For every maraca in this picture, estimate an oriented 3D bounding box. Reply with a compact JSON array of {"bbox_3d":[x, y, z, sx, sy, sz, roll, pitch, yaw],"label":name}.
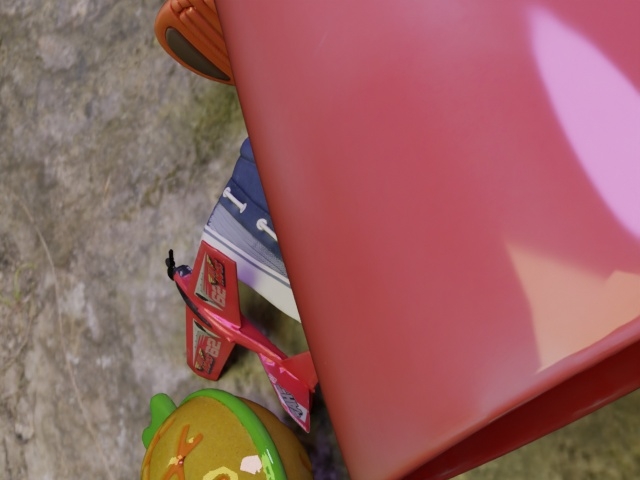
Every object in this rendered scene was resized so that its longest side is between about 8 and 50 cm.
[{"bbox_3d":[-0.068,0.154,0.663,0.185,0.099,0.127,-3,91,57],"label":"maraca"}]

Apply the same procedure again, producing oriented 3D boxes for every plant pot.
[{"bbox_3d":[0.088,-0.056,0.463,0.275,0.275,0.243,-36,70,25],"label":"plant pot"}]

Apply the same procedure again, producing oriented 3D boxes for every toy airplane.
[{"bbox_3d":[-0.049,0.059,0.672,0.151,0.028,0.151,36,144,31],"label":"toy airplane"}]

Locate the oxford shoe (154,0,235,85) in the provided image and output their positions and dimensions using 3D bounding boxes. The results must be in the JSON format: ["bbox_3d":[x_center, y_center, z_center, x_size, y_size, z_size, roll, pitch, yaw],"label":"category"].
[{"bbox_3d":[0.055,-0.201,0.639,0.363,0.130,0.133,-19,52,27],"label":"oxford shoe"}]

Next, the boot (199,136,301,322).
[{"bbox_3d":[0.000,0.000,0.654,0.190,0.069,0.086,27,101,38],"label":"boot"}]
